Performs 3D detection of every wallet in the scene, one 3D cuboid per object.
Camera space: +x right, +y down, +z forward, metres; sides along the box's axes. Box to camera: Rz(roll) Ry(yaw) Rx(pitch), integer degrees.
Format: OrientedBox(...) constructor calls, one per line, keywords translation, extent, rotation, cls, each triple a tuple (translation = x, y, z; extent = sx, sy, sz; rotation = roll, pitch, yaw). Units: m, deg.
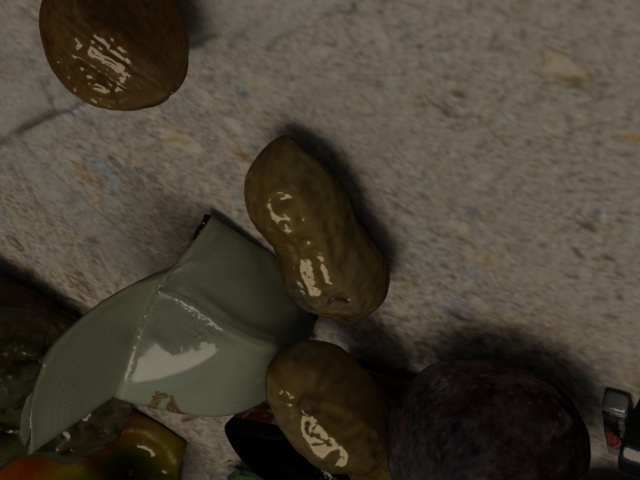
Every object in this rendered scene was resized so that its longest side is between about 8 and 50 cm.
OrientedBox(translation=(0.069, 0.188, 1.405), extent=(0.103, 0.020, 0.196), rotation=(12, 147, 11), cls="wallet")

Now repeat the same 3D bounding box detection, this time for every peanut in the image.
OrientedBox(translation=(0.000, 0.000, 1.112), extent=(0.099, 0.099, 0.214), rotation=(10, 141, 32), cls="peanut")
OrientedBox(translation=(0.040, 0.191, 1.298), extent=(0.101, 0.117, 0.263), rotation=(-18, 139, 31), cls="peanut")

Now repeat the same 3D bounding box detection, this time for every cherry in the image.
OrientedBox(translation=(0.147, 0.194, 1.193), extent=(0.195, 0.195, 0.195), rotation=(23, 151, 13), cls="cherry")

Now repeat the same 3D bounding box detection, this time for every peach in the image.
OrientedBox(translation=(-0.361, 0.391, 1.928), extent=(0.306, 0.242, 0.380), rotation=(25, 152, -1), cls="peach")

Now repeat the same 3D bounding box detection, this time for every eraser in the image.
OrientedBox(translation=(0.272, 0.169, 1.194), extent=(0.027, 0.019, 0.099), rotation=(15, 149, 27), cls="eraser")

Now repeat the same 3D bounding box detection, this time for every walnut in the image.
OrientedBox(translation=(-0.156, -0.154, 0.991), extent=(0.124, 0.105, 0.105), rotation=(37, 152, -3), cls="walnut")

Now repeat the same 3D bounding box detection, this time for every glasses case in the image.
OrientedBox(translation=(-0.036, 0.248, 1.530), extent=(0.103, 0.067, 0.266), rotation=(49, 159, -15), cls="glasses case")

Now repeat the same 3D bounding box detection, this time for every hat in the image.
OrientedBox(translation=(-0.157, 0.130, 1.301), extent=(0.168, 0.301, 0.258), rotation=(51, 154, 8), cls="hat")

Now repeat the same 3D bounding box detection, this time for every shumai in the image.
OrientedBox(translation=(-0.420, 0.208, 1.636), extent=(0.217, 0.283, 0.346), rotation=(0, 138, 46), cls="shumai")

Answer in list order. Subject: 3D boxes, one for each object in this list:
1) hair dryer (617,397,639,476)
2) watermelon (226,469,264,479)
OrientedBox(translation=(0.311, 0.130, 1.058), extent=(0.124, 0.071, 0.219), rotation=(14, 140, 24), cls="hair dryer")
OrientedBox(translation=(-0.066, 0.363, 1.768), extent=(0.146, 0.128, 0.231), rotation=(52, 142, 19), cls="watermelon")
